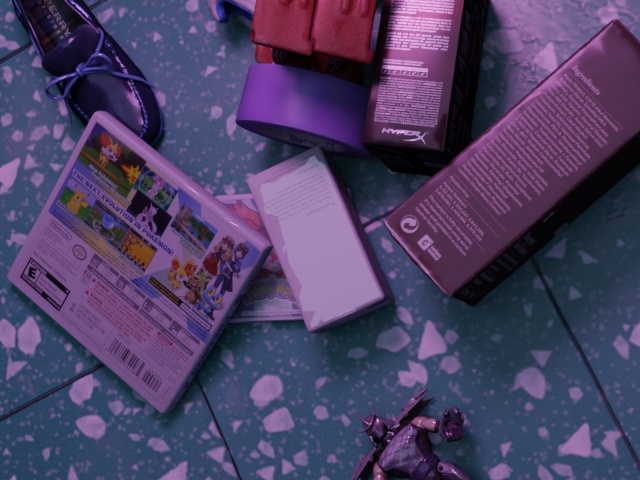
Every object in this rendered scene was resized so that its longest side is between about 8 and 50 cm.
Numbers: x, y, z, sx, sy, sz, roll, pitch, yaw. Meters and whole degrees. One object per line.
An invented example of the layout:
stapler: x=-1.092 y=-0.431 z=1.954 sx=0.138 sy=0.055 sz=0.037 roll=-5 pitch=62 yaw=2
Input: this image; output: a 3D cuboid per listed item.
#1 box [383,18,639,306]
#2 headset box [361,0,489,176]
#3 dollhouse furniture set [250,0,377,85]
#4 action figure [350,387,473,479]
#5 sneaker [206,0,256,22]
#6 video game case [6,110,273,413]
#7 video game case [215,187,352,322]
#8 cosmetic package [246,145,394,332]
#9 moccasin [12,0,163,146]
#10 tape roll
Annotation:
box: x=0.280 y=-0.089 z=1.648 sx=0.381 sy=0.191 sz=0.143 roll=-43 pitch=74 yaw=8
headset box: x=0.146 y=-0.244 z=1.690 sx=0.110 sy=0.218 sz=0.293 roll=7 pitch=86 yaw=14
dollhouse furniture set: x=0.015 y=-0.402 z=1.639 sx=0.152 sy=0.201 sz=0.374 roll=9 pitch=91 yaw=-1
action figure: x=0.154 y=0.314 z=1.679 sx=0.285 sy=0.099 sz=0.185 roll=40 pitch=103 yaw=21
sneaker: x=-0.013 y=-0.391 z=1.796 sx=0.322 sy=0.130 sz=0.236 roll=0 pitch=81 yaw=18
video game case: x=-0.264 y=0.031 z=1.826 sx=0.329 sy=0.036 sz=0.300 roll=38 pitch=110 yaw=17
video game case: x=-0.052 y=0.022 z=1.812 sx=0.201 sy=0.023 sz=0.184 roll=-3 pitch=82 yaw=15
cosmetic package: x=0.000 y=0.000 z=1.747 sx=0.117 sy=0.085 sz=0.231 roll=-24 pitch=79 yaw=11
moccasin: x=-0.366 y=-0.266 z=1.888 sx=0.137 sy=0.117 sz=0.342 roll=-43 pitch=76 yaw=6
tape roll: x=-0.015 y=-0.174 z=1.741 sx=0.189 sy=0.189 sz=0.080 roll=12 pitch=87 yaw=17
